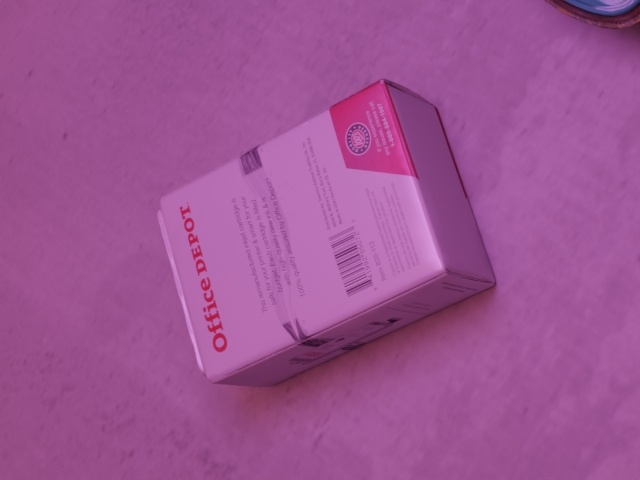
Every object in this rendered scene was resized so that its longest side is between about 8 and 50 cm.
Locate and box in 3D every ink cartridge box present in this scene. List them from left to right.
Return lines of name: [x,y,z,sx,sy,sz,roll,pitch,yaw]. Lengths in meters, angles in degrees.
ink cartridge box: [0.000,0.000,1.466,0.283,0.117,0.207,-26,70,26]

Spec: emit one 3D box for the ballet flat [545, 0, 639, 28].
ballet flat: [0.198,-0.310,1.396,0.348,0.123,0.123,44,106,26]
